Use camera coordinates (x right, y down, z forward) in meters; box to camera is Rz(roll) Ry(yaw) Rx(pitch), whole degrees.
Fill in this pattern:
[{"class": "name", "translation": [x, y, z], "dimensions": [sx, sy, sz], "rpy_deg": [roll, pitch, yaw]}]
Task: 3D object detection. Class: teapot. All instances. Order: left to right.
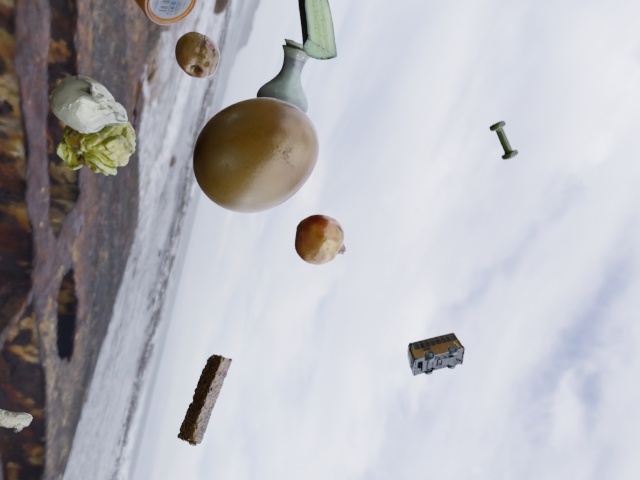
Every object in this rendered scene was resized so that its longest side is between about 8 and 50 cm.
[{"class": "teapot", "translation": [-0.107, -0.540, 2.042], "dimensions": [0.183, 0.183, 0.251], "rpy_deg": [-114, -140, -71]}]

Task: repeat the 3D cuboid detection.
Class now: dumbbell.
[{"class": "dumbbell", "translation": [0.548, -0.300, 1.816], "dimensions": [0.118, 0.052, 0.046], "rpy_deg": [64, -14, -10]}]

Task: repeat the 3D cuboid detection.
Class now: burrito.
[{"class": "burrito", "translation": [-0.722, 0.373, 1.306], "dimensions": [0.041, 0.185, 0.045], "rpy_deg": [-62, -152, 13]}]

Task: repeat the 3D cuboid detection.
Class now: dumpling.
[{"class": "dumpling", "translation": [-0.631, -0.362, 1.666], "dimensions": [0.258, 0.193, 0.147], "rpy_deg": [2, -112, 43]}]

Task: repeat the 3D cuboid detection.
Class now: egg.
[{"class": "egg", "translation": [-0.166, -0.217, 1.554], "dimensions": [0.351, 0.282, 0.283], "rpy_deg": [-17, -129, 31]}]

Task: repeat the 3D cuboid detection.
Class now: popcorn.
[{"class": "popcorn", "translation": [-0.676, -0.298, 1.851], "dimensions": [0.217, 0.235, 0.181], "rpy_deg": [-44, 154, -26]}]

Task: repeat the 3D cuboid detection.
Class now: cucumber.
[{"class": "cucumber", "translation": [-0.022, -0.632, 1.699], "dimensions": [0.063, 0.115, 0.244], "rpy_deg": [-14, -104, 42]}]

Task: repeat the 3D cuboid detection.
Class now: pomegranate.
[{"class": "pomegranate", "translation": [-0.006, -0.003, 2.354], "dimensions": [0.209, 0.209, 0.209], "rpy_deg": [-167, -90, -78]}]

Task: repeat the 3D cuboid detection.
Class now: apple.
[{"class": "apple", "translation": [-0.341, -0.508, 1.671], "dimensions": [0.126, 0.126, 0.102], "rpy_deg": [132, -27, -66]}]

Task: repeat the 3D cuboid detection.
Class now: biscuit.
[{"class": "biscuit", "translation": [-0.255, 0.348, 1.335], "dimensions": [0.064, 0.034, 0.199], "rpy_deg": [-1, -117, 48]}]

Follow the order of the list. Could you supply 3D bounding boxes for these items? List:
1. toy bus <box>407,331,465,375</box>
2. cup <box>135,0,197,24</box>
[{"class": "toy bus", "translation": [0.379, 0.378, 2.029], "dimensions": [0.103, 0.182, 0.091], "rpy_deg": [-115, -163, -49]}, {"class": "cup", "translation": [-0.392, -0.623, 1.337], "dimensions": [0.264, 0.182, 0.226], "rpy_deg": [56, 5, 22]}]
